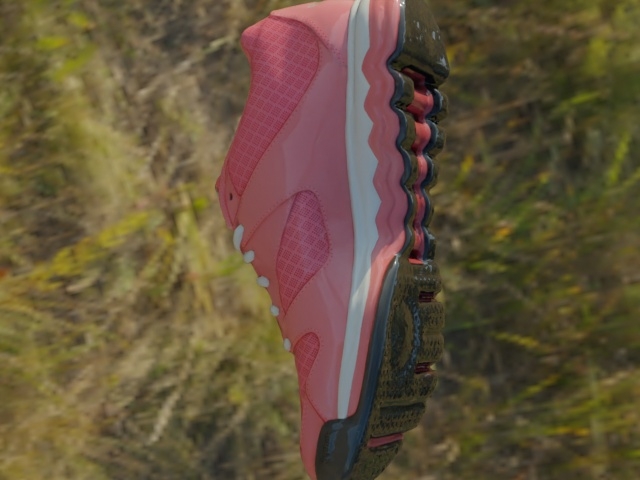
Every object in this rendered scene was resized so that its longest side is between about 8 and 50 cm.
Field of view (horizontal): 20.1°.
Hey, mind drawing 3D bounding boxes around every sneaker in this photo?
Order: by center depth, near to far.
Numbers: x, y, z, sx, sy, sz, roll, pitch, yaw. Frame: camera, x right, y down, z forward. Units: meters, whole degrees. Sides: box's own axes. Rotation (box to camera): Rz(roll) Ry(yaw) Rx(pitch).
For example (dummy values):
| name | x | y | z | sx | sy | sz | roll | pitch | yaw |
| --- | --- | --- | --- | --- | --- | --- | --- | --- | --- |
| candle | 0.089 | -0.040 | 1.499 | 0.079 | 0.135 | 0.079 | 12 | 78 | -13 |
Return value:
| name | x | y | z | sx | sy | sz | roll | pitch | yaw |
| --- | --- | --- | --- | --- | --- | --- | --- | --- | --- |
| sneaker | 0.000 | 0.000 | 1.117 | 0.116 | 0.136 | 0.314 | 20 | 73 | -66 |
